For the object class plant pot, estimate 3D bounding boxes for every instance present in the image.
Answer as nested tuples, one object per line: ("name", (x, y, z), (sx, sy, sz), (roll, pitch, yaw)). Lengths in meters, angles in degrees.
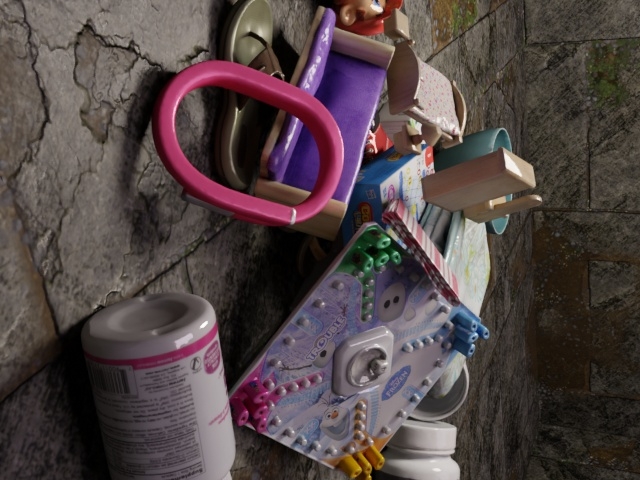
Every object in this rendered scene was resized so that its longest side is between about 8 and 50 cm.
("plant pot", (0.409, -0.165, 2.089), (0.290, 0.195, 0.290), (3, 90, -64))

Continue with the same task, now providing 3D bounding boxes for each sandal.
("sandal", (-0.098, -0.228, 1.164), (0.120, 0.086, 0.303), (7, 86, -64))
("sandal", (0.000, 0.000, 1.377), (0.072, 0.049, 0.180), (-38, 153, -56))

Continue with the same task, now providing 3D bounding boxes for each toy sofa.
("toy sofa", (0.012, -0.200, 1.253), (0.177, 0.150, 0.363), (110, -2, -62))

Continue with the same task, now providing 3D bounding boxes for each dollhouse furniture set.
("dollhouse furniture set", (0.284, -0.247, 1.417), (0.303, 0.173, 0.356), (19, 61, -48))

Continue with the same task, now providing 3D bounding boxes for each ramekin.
("ramekin", (0.267, 0.329, 1.854), (0.109, 0.207, 0.207), (-22, 113, -71))

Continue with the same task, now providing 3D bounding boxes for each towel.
("towel", (0.269, 0.084, 1.552), (0.374, 0.090, 0.321), (-60, 143, -43))
("towel", (0.172, 0.018, 1.268), (0.197, 0.029, 0.144), (54, 15, -4))

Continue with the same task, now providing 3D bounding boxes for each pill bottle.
("pill bottle", (0.224, 0.615, 1.783), (0.204, 0.204, 0.361), (18, 76, -63))
("pill bottle", (-0.192, 0.222, 0.936), (0.160, 0.160, 0.283), (-37, 126, -58))

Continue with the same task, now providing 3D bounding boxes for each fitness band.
("fitness band", (-0.096, -0.135, 1.057), (0.290, 0.054, 0.209), (17, 76, -27))

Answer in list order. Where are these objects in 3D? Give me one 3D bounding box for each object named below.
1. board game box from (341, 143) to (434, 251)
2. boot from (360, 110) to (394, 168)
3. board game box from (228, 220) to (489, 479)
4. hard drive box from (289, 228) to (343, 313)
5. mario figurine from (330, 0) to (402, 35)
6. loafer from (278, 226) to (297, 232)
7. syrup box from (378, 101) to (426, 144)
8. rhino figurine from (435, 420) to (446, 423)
("board game box", (0.145, -0.010, 1.484), (0.308, 0.086, 0.302), (-40, 128, -57))
("boot", (0.083, -0.161, 1.562), (0.176, 0.088, 0.244), (60, 40, -37))
("board game box", (0.082, 0.218, 1.295), (0.390, 0.050, 0.390), (-51, 130, 0))
("hard drive box", (0.044, 0.117, 1.491), (0.232, 0.089, 0.181), (-61, 143, -43))
("mario figurine", (0.068, -0.511, 1.372), (0.198, 0.170, 0.320), (-47, 137, -3))
("loafer", (-0.028, -0.071, 1.350), (0.050, 0.056, 0.148), (106, 11, -45))
("syrup box", (0.204, -0.205, 1.779), (0.093, 0.096, 0.237), (-60, 142, -43))
("rhino figurine", (0.283, 0.517, 2.025), (0.073, 0.106, 0.243), (60, 16, 21))
